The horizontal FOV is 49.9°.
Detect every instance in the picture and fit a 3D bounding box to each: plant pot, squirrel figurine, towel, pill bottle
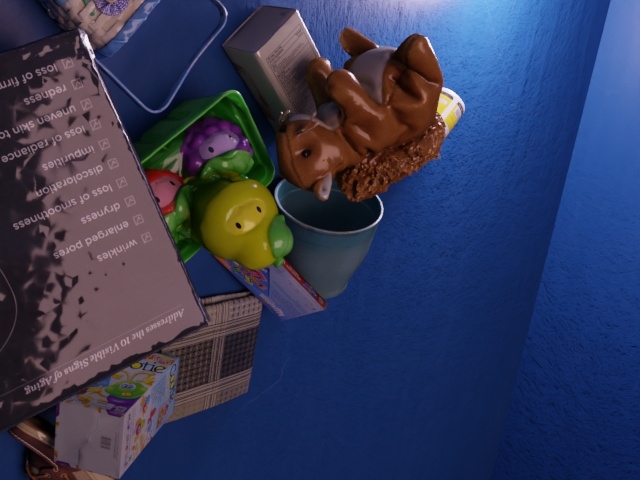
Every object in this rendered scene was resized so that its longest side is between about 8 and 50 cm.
[{"bbox_3d":[0.000,0.000,1.765,0.272,0.272,0.255,-24,139,-39],"label":"plant pot"},{"bbox_3d":[0.087,-0.224,1.543,0.370,0.281,0.397,-48,134,-11],"label":"squirrel figurine"},{"bbox_3d":[-0.291,0.286,1.732,0.324,0.056,0.312,-10,117,-47],"label":"towel"},{"bbox_3d":[0.327,-0.343,2.049,0.208,0.119,0.119,-52,137,-17],"label":"pill bottle"}]

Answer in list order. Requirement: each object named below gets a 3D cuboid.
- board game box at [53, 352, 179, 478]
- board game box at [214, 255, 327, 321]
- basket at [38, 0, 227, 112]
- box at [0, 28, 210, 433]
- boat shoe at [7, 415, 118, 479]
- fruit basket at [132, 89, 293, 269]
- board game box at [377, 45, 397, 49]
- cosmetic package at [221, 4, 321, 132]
[{"bbox_3d":[-0.419,0.347,1.443,0.275,0.142,0.144,-52,152,-73],"label":"board game box"},{"bbox_3d":[-0.121,0.098,1.708,0.281,0.145,0.027,49,37,-33],"label":"board game box"},{"bbox_3d":[-0.336,-0.406,1.242,0.289,0.201,0.254,38,77,-38],"label":"basket"},{"bbox_3d":[-0.496,0.002,1.028,0.480,0.297,0.471,-27,108,-21],"label":"box"},{"bbox_3d":[-0.565,0.488,1.468,0.123,0.123,0.342,-49,142,-22],"label":"boat shoe"},{"bbox_3d":[-0.227,-0.091,1.382,0.392,0.392,0.283,-46,135,-23],"label":"fruit basket"},{"bbox_3d":[0.126,-0.319,1.874,0.336,0.079,0.253,-51,137,-18],"label":"board game box"},{"bbox_3d":[-0.077,-0.374,1.593,0.153,0.129,0.296,-49,137,-18],"label":"cosmetic package"}]
